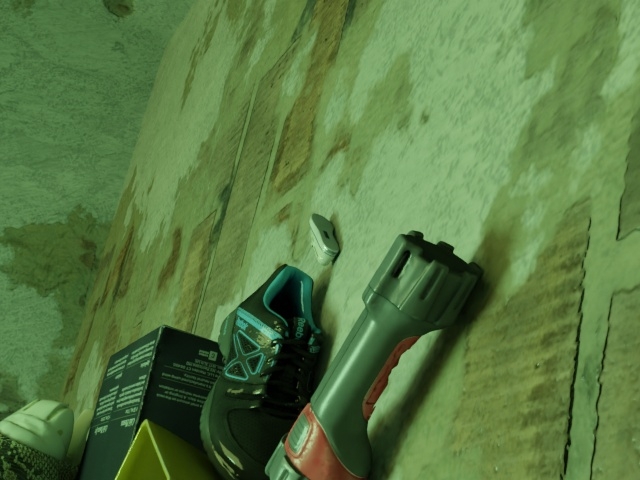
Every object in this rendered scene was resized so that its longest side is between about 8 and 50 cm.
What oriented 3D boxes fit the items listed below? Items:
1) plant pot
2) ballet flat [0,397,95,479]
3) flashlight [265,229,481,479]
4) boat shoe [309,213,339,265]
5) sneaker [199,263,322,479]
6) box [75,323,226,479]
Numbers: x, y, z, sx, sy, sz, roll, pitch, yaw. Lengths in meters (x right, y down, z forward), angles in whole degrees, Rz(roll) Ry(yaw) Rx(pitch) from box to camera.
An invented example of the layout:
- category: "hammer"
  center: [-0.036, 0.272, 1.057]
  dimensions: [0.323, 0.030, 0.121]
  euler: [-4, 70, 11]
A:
- category: "plant pot"
  center: [-0.151, 0.363, 1.226]
  dimensions: [0.212, 0.187, 0.212]
  euler: [-64, 18, 1]
- category: "ballet flat"
  center: [-0.417, 0.350, 1.715]
  dimensions: [0.164, 0.483, 0.182]
  euler: [21, 80, 30]
- category: "flashlight"
  center: [0.054, 0.139, 1.047]
  dimensions: [0.304, 0.103, 0.103]
  euler: [-59, -13, 18]
- category: "boat shoe"
  center: [0.000, 0.000, 1.436]
  dimensions: [0.035, 0.035, 0.100]
  euler: [-59, 28, 23]
- category: "sneaker"
  center: [-0.065, 0.166, 1.306]
  dimensions: [0.139, 0.125, 0.341]
  euler: [-53, 26, 31]
- category: "box"
  center: [-0.229, 0.316, 1.532]
  dimensions: [0.343, 0.179, 0.312]
  euler: [-29, 44, 64]
